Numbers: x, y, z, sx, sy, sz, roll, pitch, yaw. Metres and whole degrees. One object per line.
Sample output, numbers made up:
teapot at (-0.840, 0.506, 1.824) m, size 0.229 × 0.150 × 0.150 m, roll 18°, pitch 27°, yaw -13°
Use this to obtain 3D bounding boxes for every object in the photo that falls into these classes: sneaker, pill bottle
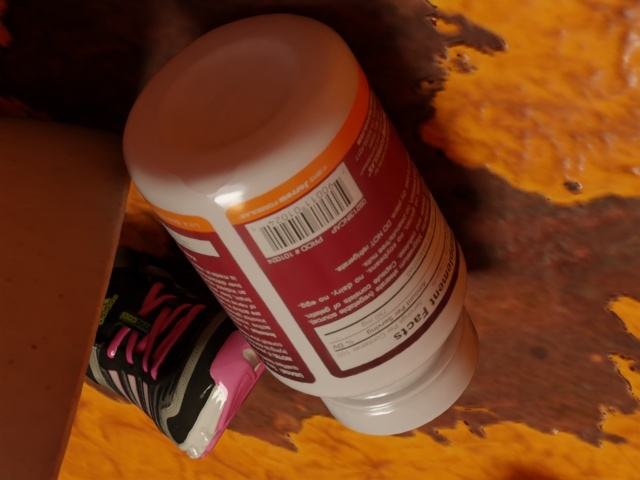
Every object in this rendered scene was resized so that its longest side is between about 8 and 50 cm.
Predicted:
sneaker at (-0.067, 0.043, 0.773) m, size 0.075 × 0.063 × 0.170 m, roll 36°, pitch 170°, yaw -9°
pill bottle at (0.000, 0.000, 0.661) m, size 0.086 × 0.086 × 0.152 m, roll 3°, pitch 142°, yaw 33°

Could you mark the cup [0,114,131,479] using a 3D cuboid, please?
cup at (-0.227, 0.085, 0.679) m, size 0.237 × 0.331 × 0.331 m, roll 17°, pitch 150°, yaw -9°
